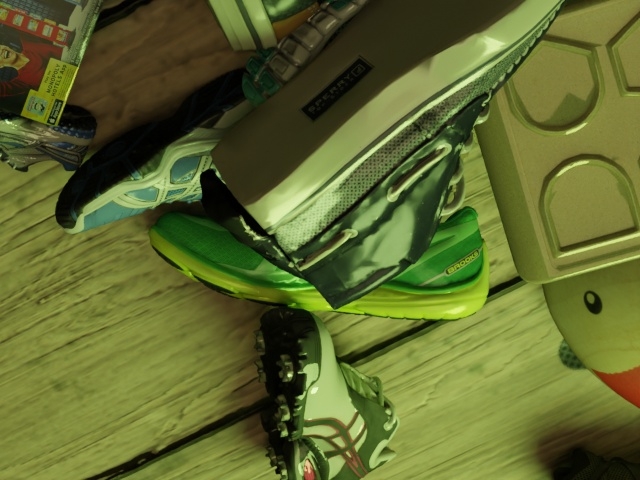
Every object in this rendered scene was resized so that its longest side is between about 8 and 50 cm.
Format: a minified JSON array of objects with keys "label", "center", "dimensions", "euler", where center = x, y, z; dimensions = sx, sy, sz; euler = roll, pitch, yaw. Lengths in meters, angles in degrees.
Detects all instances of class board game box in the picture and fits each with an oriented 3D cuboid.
[{"label":"board game box","center":[-0.261,-0.212,1.030],"dimensions":[0.194,0.060,0.194],"euler":[20,113,-15]}]

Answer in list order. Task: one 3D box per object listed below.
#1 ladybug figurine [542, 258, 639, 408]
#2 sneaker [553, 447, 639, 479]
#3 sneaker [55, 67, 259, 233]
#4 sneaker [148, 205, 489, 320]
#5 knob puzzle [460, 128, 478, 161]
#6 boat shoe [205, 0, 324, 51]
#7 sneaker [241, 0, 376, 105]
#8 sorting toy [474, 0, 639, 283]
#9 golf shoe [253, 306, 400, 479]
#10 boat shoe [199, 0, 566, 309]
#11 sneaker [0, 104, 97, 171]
[{"label":"ladybug figurine","center":[0.414,0.065,1.202],"dimensions":[0.449,0.162,0.305],"euler":[18,113,-16]},{"label":"sneaker","center":[0.320,0.243,1.333],"dimensions":[0.227,0.130,0.087],"euler":[-15,117,-31]},{"label":"sneaker","center":[-0.119,-0.057,1.108],"dimensions":[0.211,0.080,0.081],"euler":[-29,123,-2]},{"label":"sneaker","center":[0.000,0.000,1.164],"dimensions":[0.295,0.109,0.124],"euler":[6,86,-4]},{"label":"knob puzzle","center":[0.069,-0.148,1.114],"dimensions":[0.213,0.030,0.213],"euler":[2,108,5]},{"label":"boat shoe","center":[-0.087,-0.367,0.911],"dimensions":[0.156,0.187,0.500],"euler":[-24,122,0]},{"label":"sneaker","center":[0.012,-0.161,1.075],"dimensions":[0.166,0.065,0.076],"euler":[-46,136,3]},{"label":"sorting toy","center":[0.228,-0.136,1.067],"dimensions":[0.229,0.041,0.307],"euler":[-15,100,14]},{"label":"golf shoe","center":[0.007,0.137,1.199],"dimensions":[0.120,0.105,0.273],"euler":[-15,145,-9]},{"label":"boat shoe","center":[0.077,-0.094,1.040],"dimensions":[0.340,0.127,0.158],"euler":[-37,132,3]},{"label":"sneaker","center":[-0.255,-0.084,1.102],"dimensions":[0.135,0.052,0.058],"euler":[10,119,-12]}]
